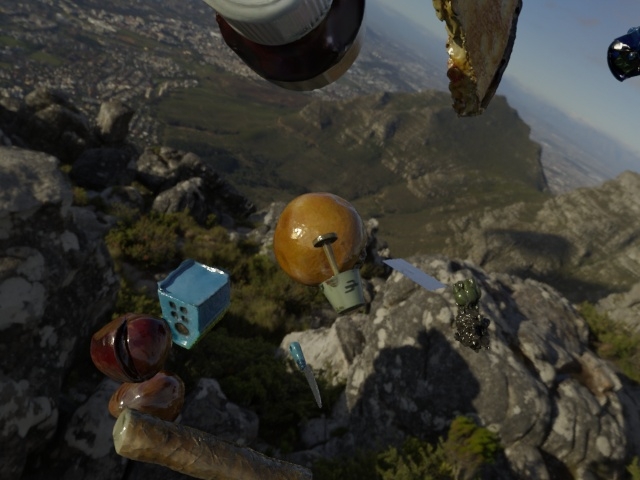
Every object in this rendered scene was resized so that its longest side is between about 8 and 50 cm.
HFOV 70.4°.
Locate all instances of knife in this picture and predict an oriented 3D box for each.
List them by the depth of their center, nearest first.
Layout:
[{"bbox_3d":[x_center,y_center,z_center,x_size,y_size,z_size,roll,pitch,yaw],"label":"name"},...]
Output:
[{"bbox_3d":[-0.044,0.428,1.476,0.032,0.058,0.244,0,38,-32],"label":"knife"}]

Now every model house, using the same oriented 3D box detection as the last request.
[{"bbox_3d":[-0.487,0.265,1.807,0.216,0.303,0.237,15,33,18],"label":"model house"}]

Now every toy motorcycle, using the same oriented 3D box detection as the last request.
[{"bbox_3d":[0.690,-0.392,0.872,0.125,0.196,0.331,56,12,-11],"label":"toy motorcycle"}]

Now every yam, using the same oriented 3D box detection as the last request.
[{"bbox_3d":[-0.172,0.372,0.759,0.357,0.081,0.081,29,26,-19],"label":"yam"}]

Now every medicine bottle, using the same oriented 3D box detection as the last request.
[{"bbox_3d":[-0.045,-0.353,0.667,0.243,0.242,0.395,27,15,-5],"label":"medicine bottle"}]

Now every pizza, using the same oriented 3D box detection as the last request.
[{"bbox_3d":[0.247,-0.339,0.764,0.288,0.251,0.074,-7,14,-43],"label":"pizza"}]

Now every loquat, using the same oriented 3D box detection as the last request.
[{"bbox_3d":[0.000,0.000,1.501,0.328,0.328,0.328,23,28,-13],"label":"loquat"}]

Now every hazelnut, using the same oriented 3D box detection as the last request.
[{"bbox_3d":[-0.472,0.272,1.145,0.204,0.178,0.178,-15,34,2],"label":"hazelnut"},{"bbox_3d":[-0.513,0.486,1.360,0.210,0.210,0.186,-83,153,-61],"label":"hazelnut"}]

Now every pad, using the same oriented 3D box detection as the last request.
[{"bbox_3d":[0.361,0.127,1.748,0.232,0.004,0.156,34,23,35],"label":"pad"}]

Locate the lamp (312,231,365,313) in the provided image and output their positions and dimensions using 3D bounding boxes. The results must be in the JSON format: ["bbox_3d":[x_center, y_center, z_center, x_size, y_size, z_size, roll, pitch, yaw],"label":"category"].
[{"bbox_3d":[0.045,0.087,1.231,0.121,0.121,0.214,-2,67,-46],"label":"lamp"}]

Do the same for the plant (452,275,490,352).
[{"bbox_3d":[0.337,0.166,1.028,0.085,0.087,0.174,-3,66,5],"label":"plant"}]
